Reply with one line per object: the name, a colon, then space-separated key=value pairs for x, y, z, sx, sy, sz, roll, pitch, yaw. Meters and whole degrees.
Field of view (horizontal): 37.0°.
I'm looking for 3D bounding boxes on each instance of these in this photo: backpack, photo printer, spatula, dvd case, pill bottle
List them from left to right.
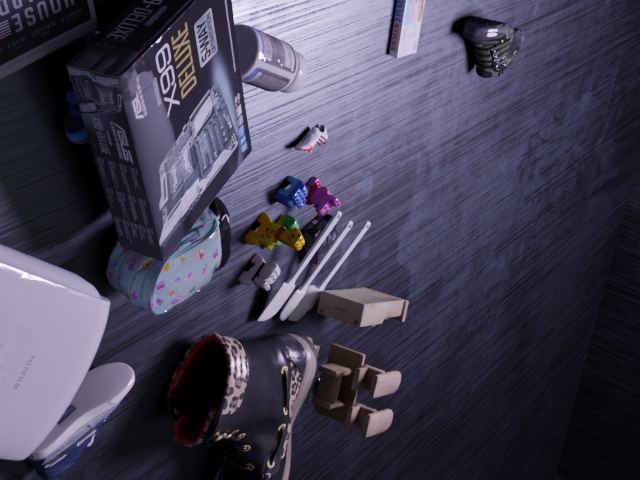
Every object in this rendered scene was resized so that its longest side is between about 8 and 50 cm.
photo printer: x=-0.402 y=0.136 z=1.155 sx=0.256 sy=0.107 sz=0.307 roll=-62 pitch=149 yaw=-4
dvd case: x=-0.335 y=-0.302 z=1.019 sx=0.179 sy=0.029 sz=0.239 roll=-40 pitch=141 yaw=-34
backpack: x=-0.212 y=0.018 z=1.353 sx=0.182 sy=0.115 sz=0.152 roll=-33 pitch=140 yaw=-37
pill bottle: x=-0.081 y=-0.259 z=1.387 sx=0.137 sy=0.078 sz=0.078 roll=9 pitch=104 yaw=-58
spatula: x=-0.007 y=0.051 z=1.724 sx=0.242 sy=0.019 sz=0.168 roll=-55 pitch=152 yaw=12

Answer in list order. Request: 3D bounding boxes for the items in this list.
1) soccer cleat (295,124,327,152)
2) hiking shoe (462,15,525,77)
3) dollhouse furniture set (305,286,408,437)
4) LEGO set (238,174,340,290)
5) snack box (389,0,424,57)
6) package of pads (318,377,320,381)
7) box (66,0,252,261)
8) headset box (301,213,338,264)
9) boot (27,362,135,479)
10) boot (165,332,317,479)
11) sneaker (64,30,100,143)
soccer cleat: x=-0.016 y=-0.171 z=1.602 sx=0.083 sy=0.029 sz=0.036 roll=-29 pitch=125 yaw=-49
hiking shoe: x=0.350 y=-0.386 z=1.942 sx=0.227 sy=0.086 sz=0.114 roll=-5 pitch=112 yaw=-56
dollhouse furniture set: x=0.061 y=0.220 z=1.816 sx=0.161 sy=0.212 sz=0.242 roll=0 pitch=104 yaw=-57
LEGO set: x=-0.047 y=-0.018 z=1.597 sx=0.227 sy=0.093 sz=0.087 roll=-55 pitch=148 yaw=-16
snack box: x=0.160 y=-0.416 z=1.694 sx=0.064 sy=0.022 sz=0.178 roll=-25 pitch=131 yaw=-46
package of pads: x=0.023 y=0.307 z=1.996 sx=0.050 sy=0.032 sz=0.083 roll=-44 pitch=143 yaw=-33
box: x=-0.191 y=-0.164 z=1.223 sx=0.242 sy=0.076 sz=0.307 roll=-57 pitch=156 yaw=-37
headset box: x=0.000 y=0.000 z=1.741 sx=0.062 sy=0.032 sz=0.083 roll=-41 pitch=141 yaw=-34
boot: x=-0.345 y=0.259 z=1.383 sx=0.190 sy=0.069 sz=0.086 roll=-37 pitch=147 yaw=-26
boot: x=-0.153 y=0.330 z=1.642 sx=0.284 sy=0.138 sz=0.378 roll=20 pitch=91 yaw=-60
sneaker: x=-0.282 y=-0.188 z=1.160 sx=0.059 sy=0.053 sz=0.144 roll=30 pitch=77 yaw=-63
